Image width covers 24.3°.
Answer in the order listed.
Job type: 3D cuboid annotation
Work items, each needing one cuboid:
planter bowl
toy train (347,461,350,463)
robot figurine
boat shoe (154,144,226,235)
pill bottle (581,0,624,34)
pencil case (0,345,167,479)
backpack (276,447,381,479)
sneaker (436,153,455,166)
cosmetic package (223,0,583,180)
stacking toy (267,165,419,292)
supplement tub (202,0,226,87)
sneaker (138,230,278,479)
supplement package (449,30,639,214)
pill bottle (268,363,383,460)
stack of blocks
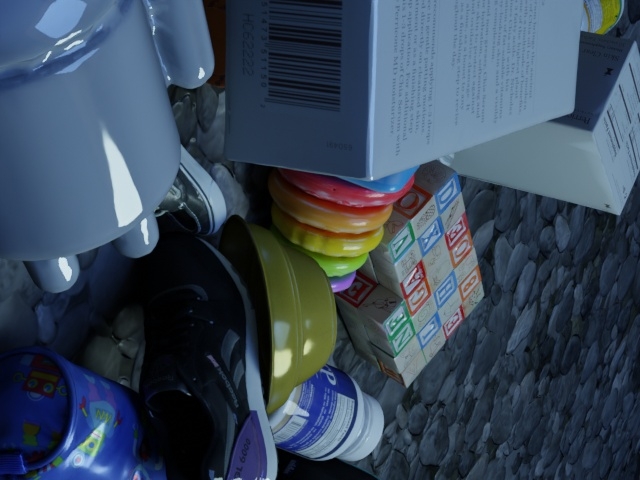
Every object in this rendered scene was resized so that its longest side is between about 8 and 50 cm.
[{"bbox_3d":[-0.039,0.078,1.535,0.090,0.217,0.217,-5,115,-17],"label":"planter bowl"},{"bbox_3d":[0.042,0.327,1.894,0.105,0.143,0.248,-46,142,-41],"label":"toy train"},{"bbox_3d":[-0.224,-0.126,1.122,0.300,0.200,0.353,-26,134,-17],"label":"robot figurine"},{"bbox_3d":[-0.163,-0.062,1.403,0.070,0.077,0.219,-61,141,-24],"label":"boat shoe"},{"bbox_3d":[0.343,-0.321,2.117,0.208,0.117,0.118,-35,133,-50],"label":"pill bottle"},{"bbox_3d":[-0.210,0.201,1.400,0.306,0.119,0.133,43,45,-58],"label":"pencil case"},{"bbox_3d":[-0.008,0.338,1.766,0.166,0.188,0.144,-50,144,-38],"label":"backpack"},{"bbox_3d":[0.112,-0.101,1.862,0.211,0.080,0.081,23,81,-60],"label":"sneaker"},{"bbox_3d":[0.097,-0.213,1.442,0.453,0.161,0.230,-20,116,-55],"label":"cosmetic package"},{"bbox_3d":[0.000,0.000,1.670,0.175,0.165,0.302,-50,158,-60],"label":"stacking toy"},{"bbox_3d":[-0.049,-0.219,1.473,0.190,0.117,0.117,-33,132,-51],"label":"supplement tub"},{"bbox_3d":[-0.122,0.113,1.410,0.124,0.107,0.283,23,46,-63],"label":"sneaker"},{"bbox_3d":[0.277,-0.169,1.928,0.145,0.262,0.204,-64,150,-20],"label":"supplement package"},{"bbox_3d":[-0.016,0.192,1.705,0.186,0.112,0.112,28,79,-44],"label":"pill bottle"},{"bbox_3d":[0.104,0.036,1.849,0.171,0.087,0.297,-47,149,-17],"label":"stack of blocks"}]
